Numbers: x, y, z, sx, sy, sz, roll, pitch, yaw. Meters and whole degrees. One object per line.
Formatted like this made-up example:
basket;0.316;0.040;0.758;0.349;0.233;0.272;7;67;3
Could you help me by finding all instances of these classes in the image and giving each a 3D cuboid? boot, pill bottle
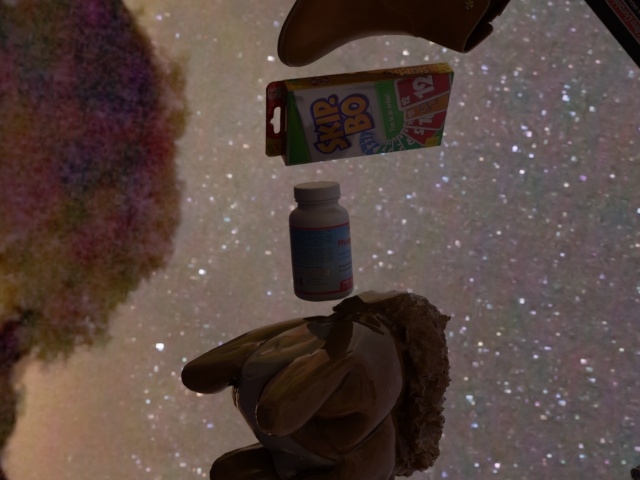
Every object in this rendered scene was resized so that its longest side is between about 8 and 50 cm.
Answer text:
boot;0.103;-0.294;1.004;0.295;0.104;0.211;-45;-117;0
pill bottle;0.000;0.000;1.099;0.087;0.087;0.160;-154;-122;-64

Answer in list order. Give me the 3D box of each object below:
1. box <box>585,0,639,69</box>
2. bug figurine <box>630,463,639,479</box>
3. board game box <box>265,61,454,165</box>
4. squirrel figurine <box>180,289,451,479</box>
box;0.470;-0.236;0.774;0.293;0.295;0.073;-30;-157;43
bug figurine;0.445;0.209;0.760;0.279;0.216;0.072;-34;-105;63
board game box;0.052;-0.173;1.069;0.039;0.259;0.124;-110;-162;-45
squirrel figurine;0.056;0.279;1.045;0.281;0.396;0.371;-3;-70;54
